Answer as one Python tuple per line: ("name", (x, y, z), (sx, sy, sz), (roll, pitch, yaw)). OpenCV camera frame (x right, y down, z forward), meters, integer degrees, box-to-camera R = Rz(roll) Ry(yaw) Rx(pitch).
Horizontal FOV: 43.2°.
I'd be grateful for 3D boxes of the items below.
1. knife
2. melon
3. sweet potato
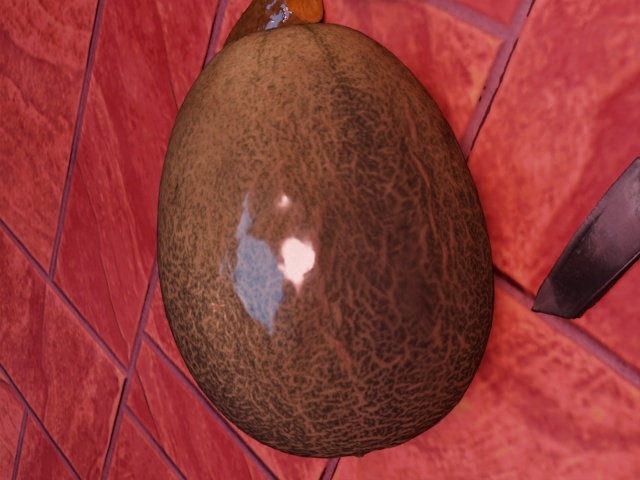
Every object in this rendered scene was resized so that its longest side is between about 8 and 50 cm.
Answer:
("knife", (0.216, -0.018, 0.553), (0.230, 0.028, 0.060), (-56, 46, 38))
("melon", (0.000, 0.000, 0.612), (0.248, 0.248, 0.329), (-16, 81, 45))
("sweet potato", (-0.069, -0.151, 0.776), (0.077, 0.077, 0.244), (52, 128, 26))
